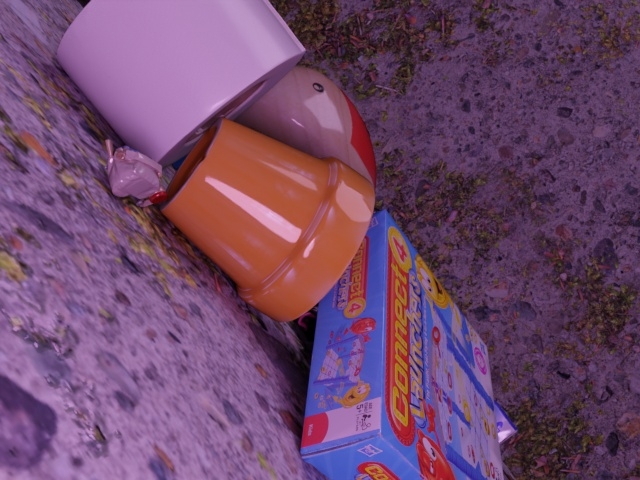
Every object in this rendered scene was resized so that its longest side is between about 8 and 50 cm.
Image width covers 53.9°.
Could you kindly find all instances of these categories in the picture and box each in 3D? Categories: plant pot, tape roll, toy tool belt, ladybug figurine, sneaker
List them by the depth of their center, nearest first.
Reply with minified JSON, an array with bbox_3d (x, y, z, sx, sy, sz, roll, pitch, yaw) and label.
[{"bbox_3d":[-0.185,-0.070,0.631,0.051,0.052,0.083,62,6,15],"label":"toy tool belt"},{"bbox_3d":[-0.073,-0.038,0.735,0.188,0.205,0.205,34,11,-21],"label":"plant pot"},{"bbox_3d":[-0.166,-0.221,0.769,0.169,0.246,0.246,51,4,-9],"label":"tape roll"},{"bbox_3d":[-0.001,0.120,0.922,0.077,0.072,0.178,39,4,-22],"label":"sneaker"},{"bbox_3d":[-0.020,-0.177,1.199,0.305,0.162,0.449,28,-13,18],"label":"ladybug figurine"}]

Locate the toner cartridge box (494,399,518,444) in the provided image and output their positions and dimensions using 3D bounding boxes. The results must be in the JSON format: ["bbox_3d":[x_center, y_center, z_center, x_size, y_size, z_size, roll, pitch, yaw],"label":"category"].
[{"bbox_3d":[0.303,0.394,1.248,0.075,0.165,0.348,54,5,23],"label":"toner cartridge box"}]

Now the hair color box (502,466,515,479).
[{"bbox_3d":[0.261,0.420,0.941,0.374,0.114,0.185,50,5,-38],"label":"hair color box"}]

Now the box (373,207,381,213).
[{"bbox_3d":[0.000,0.000,0.959,0.158,0.156,0.093,22,7,-6],"label":"box"}]

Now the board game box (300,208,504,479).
[{"bbox_3d":[0.111,0.173,0.737,0.302,0.086,0.308,50,31,-33],"label":"board game box"}]

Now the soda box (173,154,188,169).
[{"bbox_3d":[-0.243,-0.203,0.976,0.210,0.067,0.071,53,5,10],"label":"soda box"}]
